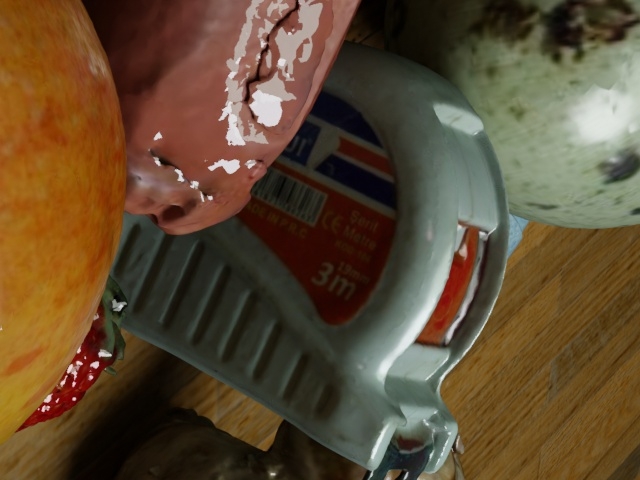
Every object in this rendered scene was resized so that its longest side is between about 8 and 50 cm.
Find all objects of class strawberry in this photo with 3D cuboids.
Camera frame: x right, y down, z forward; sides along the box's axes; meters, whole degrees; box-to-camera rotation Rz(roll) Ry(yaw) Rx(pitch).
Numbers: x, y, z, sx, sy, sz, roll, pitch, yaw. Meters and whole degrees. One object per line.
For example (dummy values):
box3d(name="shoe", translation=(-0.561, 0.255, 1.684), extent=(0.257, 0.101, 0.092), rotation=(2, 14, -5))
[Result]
box3d(name="strawberry", translation=(-0.183, 0.049, 1.062), extent=(0.131, 0.148, 0.131), rotation=(-13, 90, -81))

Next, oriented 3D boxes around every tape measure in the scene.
box3d(name="tape measure", translation=(-0.001, 0.001, 1.166), extent=(0.125, 0.243, 0.246), rotation=(18, 98, -61))

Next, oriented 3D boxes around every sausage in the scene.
box3d(name="sausage", translation=(-0.052, -0.142, 1.057), extent=(0.152, 0.152, 0.279), rotation=(7, 108, -61))

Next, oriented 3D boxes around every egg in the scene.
box3d(name="egg", translation=(0.196, -0.149, 1.314), extent=(0.379, 0.288, 0.287), rotation=(-43, 149, -58))

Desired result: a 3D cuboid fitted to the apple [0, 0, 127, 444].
box3d(name="apple", translation=(-0.213, -0.036, 0.748), extent=(0.275, 0.299, 0.299), rotation=(-34, 143, -66))

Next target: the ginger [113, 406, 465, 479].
box3d(name="ginger", translation=(-0.060, 0.261, 1.249), extent=(0.176, 0.256, 0.375), rotation=(34, 73, -46))

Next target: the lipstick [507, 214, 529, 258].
box3d(name="lipstick", translation=(0.139, -0.032, 1.485), extent=(0.274, 0.061, 0.068), rotation=(-54, 150, -17))

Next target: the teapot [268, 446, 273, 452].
box3d(name="teapot", translation=(0.042, 0.237, 1.521), extent=(0.268, 0.175, 0.185), rotation=(22, 93, -62))
